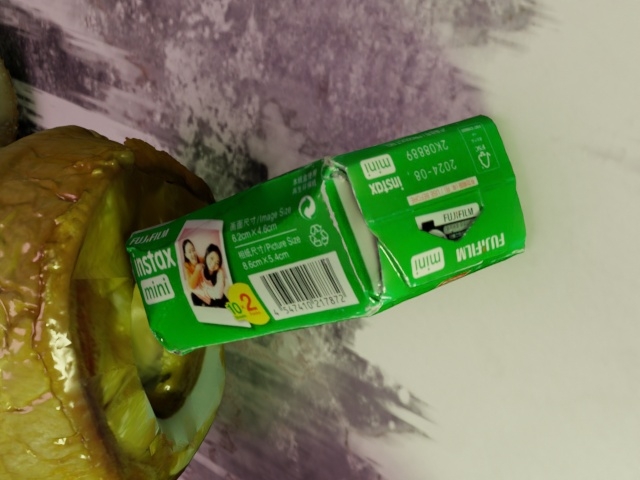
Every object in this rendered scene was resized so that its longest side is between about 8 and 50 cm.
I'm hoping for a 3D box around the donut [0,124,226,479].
[{"bbox_3d":[-0.169,0.064,1.081,0.160,0.330,0.330,1,102,15],"label":"donut"}]

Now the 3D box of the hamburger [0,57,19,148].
[{"bbox_3d":[-0.393,-0.120,1.390,0.215,0.122,0.189,-28,72,51],"label":"hamburger"}]

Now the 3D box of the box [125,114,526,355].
[{"bbox_3d":[0.000,0.000,0.949,0.250,0.180,0.103,-15,93,47],"label":"box"}]
